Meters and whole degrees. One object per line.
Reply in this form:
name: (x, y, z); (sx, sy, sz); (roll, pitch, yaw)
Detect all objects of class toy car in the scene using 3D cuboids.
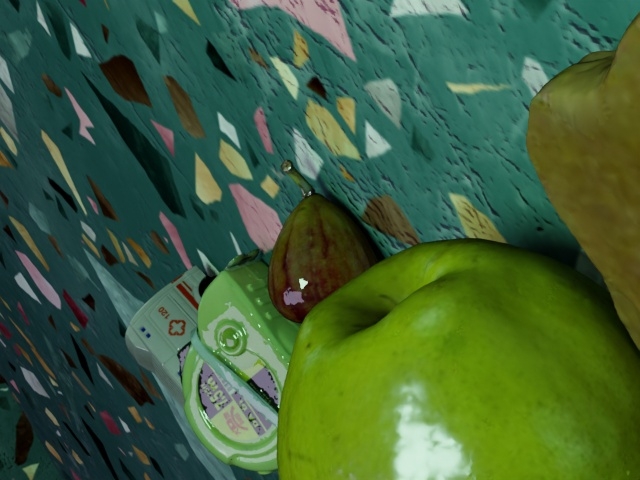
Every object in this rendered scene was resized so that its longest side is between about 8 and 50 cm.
toy car: (-0.087, 0.128, 1.534); (0.210, 0.108, 0.089); (46, 158, 20)

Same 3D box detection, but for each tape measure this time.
tape measure: (-0.050, 0.124, 1.419); (0.177, 0.087, 0.154); (50, 119, 16)

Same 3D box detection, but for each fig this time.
fig: (0.000, 0.000, 1.211); (0.089, 0.088, 0.125); (180, 83, -65)

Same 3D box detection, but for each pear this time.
pear: (0.108, 0.146, 0.944); (0.307, 0.253, 0.253); (52, 161, -16)

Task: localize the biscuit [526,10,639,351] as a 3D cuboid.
biscuit: (0.261, 0.046, 0.711); (0.385, 0.062, 0.365); (54, 161, -1)
